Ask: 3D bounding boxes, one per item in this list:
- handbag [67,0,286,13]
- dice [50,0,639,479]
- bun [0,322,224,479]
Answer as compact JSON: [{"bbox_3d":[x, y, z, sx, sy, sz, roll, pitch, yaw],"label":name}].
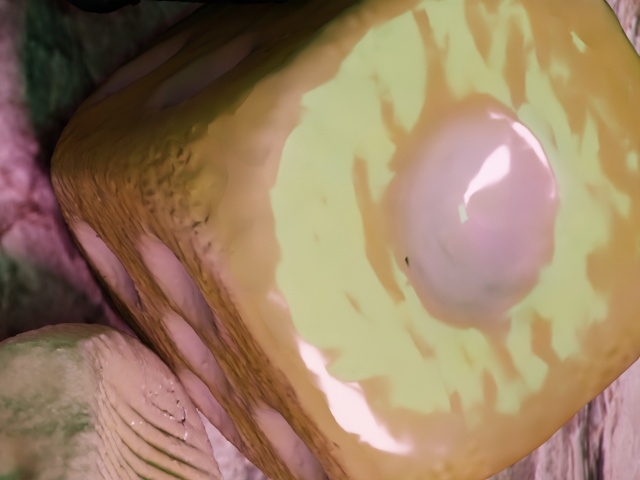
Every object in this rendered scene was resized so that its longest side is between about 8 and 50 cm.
[{"bbox_3d":[-0.050,-0.232,0.650,0.181,0.181,0.254,52,58,-37],"label":"handbag"},{"bbox_3d":[0.021,-0.021,0.687,0.238,0.233,0.227,-39,111,-20],"label":"dice"},{"bbox_3d":[-0.126,0.152,0.652,0.231,0.133,0.231,-16,90,-76],"label":"bun"}]
